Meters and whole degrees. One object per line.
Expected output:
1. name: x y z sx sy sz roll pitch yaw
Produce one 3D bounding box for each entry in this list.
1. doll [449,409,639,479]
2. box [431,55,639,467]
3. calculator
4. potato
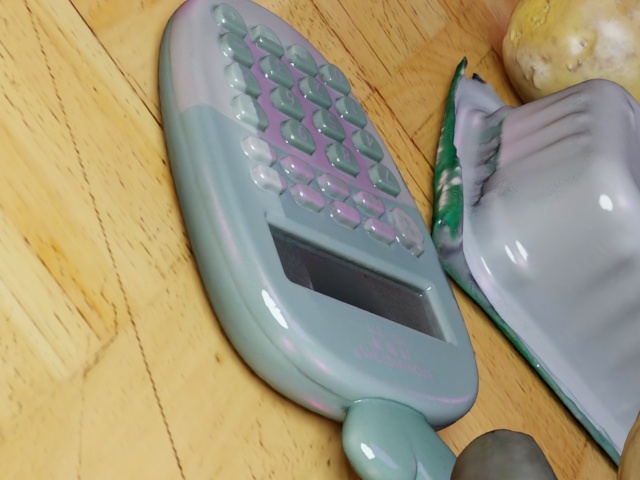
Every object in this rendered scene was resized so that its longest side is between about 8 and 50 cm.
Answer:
1. doll: 0.147 0.142 0.506 0.235 0.330 0.174 42 24 -2
2. box: 0.214 0.026 1.005 0.337 0.106 0.264 47 29 -19
3. calculator: 0.000 0.000 0.740 0.185 0.041 0.299 22 41 -49
4. potato: 0.235 -0.113 1.138 0.234 0.146 0.150 35 30 -41
